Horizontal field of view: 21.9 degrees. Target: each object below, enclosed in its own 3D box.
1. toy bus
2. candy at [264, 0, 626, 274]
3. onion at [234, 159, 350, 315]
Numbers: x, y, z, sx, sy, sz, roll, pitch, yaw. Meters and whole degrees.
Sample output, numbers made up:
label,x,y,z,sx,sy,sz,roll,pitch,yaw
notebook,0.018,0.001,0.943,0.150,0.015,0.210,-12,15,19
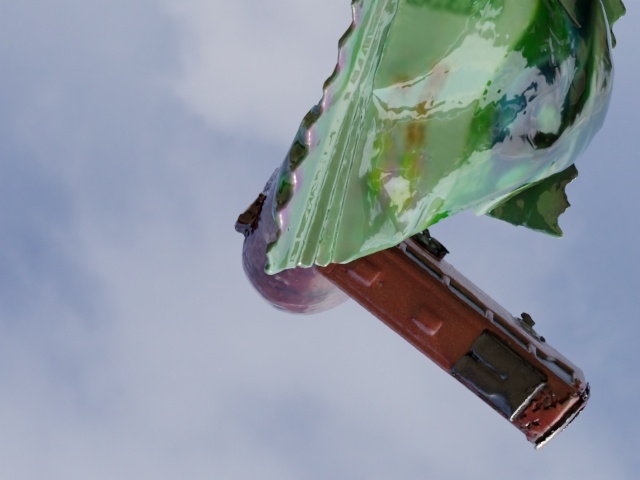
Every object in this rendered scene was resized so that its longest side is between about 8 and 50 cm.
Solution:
label,x,y,z,sx,sy,sz,roll,pitch,yaw
toy bus,0.100,0.063,1.238,0.235,0.073,0.096,39,-165,-2
candy,0.092,-0.117,1.127,0.172,0.263,0.398,12,-168,21
onion,0.000,0.000,1.353,0.151,0.206,0.098,38,-134,16
